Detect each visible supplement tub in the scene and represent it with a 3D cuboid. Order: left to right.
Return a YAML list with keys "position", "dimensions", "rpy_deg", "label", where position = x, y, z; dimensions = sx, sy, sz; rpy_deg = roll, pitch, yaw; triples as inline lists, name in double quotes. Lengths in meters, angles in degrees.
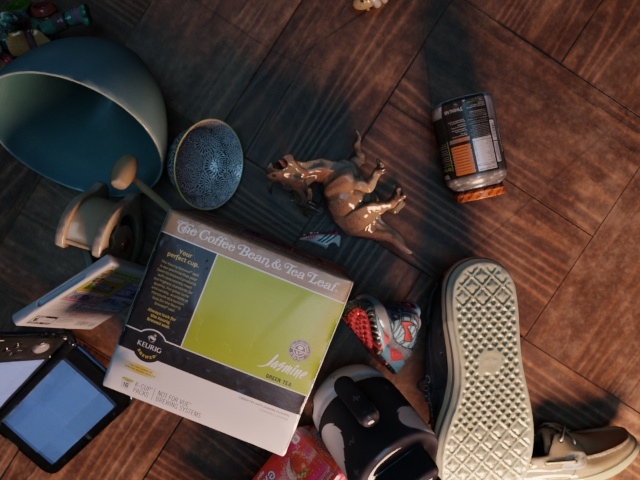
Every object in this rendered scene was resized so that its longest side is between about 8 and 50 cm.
- position: [0.285, -0.173, 0.963]
  dimensions: [0.117, 0.117, 0.190]
  rpy_deg: [-12, 94, 0]
  label: "supplement tub"

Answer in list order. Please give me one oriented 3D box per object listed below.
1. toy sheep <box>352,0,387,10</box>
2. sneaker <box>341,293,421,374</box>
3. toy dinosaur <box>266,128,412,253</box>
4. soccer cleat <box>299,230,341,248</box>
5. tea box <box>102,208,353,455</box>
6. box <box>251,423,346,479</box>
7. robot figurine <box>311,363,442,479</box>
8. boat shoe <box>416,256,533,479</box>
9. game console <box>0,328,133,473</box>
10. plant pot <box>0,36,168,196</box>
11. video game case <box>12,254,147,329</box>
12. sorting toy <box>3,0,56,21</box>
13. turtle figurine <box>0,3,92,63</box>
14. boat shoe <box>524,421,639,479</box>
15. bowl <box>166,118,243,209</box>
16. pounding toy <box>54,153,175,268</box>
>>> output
- position: [0.109, -0.497, 0.963]
  dimensions: [0.091, 0.091, 0.132]
  rpy_deg: [40, 111, -2]
  label: "toy sheep"
- position: [0.123, 0.146, 0.939]
  dimensions: [0.104, 0.262, 0.125]
  rpy_deg: [37, 77, 32]
  label: "sneaker"
- position: [0.045, -0.075, 0.971]
  dimensions: [0.200, 0.127, 0.295]
  rpy_deg: [-36, 105, 9]
  label: "toy dinosaur"
- position: [0.000, 0.000, 1.016]
  dimensions: [0.083, 0.029, 0.035]
  rpy_deg: [-5, 89, -5]
  label: "soccer cleat"
- position: [-0.152, 0.145, 0.927]
  dimensions: [0.329, 0.220, 0.323]
  rpy_deg: [23, 94, -1]
  label: "tea box"
- position: [-0.063, 0.492, 0.972]
  dimensions: [0.123, 0.128, 0.257]
  rpy_deg: [39, 92, 26]
  label: "box"
- position: [0.095, 0.351, 0.915]
  dimensions: [0.174, 0.278, 0.209]
  rpy_deg: [4, 116, -33]
  label: "robot figurine"
- position: [0.287, 0.279, 0.966]
  dimensions: [0.187, 0.156, 0.500]
  rpy_deg: [-1, 90, -6]
  label: "boat shoe"
- position: [-0.553, 0.317, 0.936]
  dimensions: [0.293, 0.250, 0.173]
  rpy_deg: [-43, 66, 15]
  label: "game console"
- position: [-0.400, -0.243, 0.902]
  dimensions: [0.290, 0.290, 0.195]
  rpy_deg: [8, 57, -1]
  label: "plant pot"
- position: [-0.407, 0.101, 0.930]
  dimensions: [0.193, 0.212, 0.023]
  rpy_deg: [-32, 75, 2]
  label: "video game case"
- position: [-0.561, -0.436, 0.986]
  dimensions: [0.102, 0.042, 0.061]
  rpy_deg: [4, 53, 8]
  label: "sorting toy"
- position: [-0.536, -0.365, 0.940]
  dimensions: [0.234, 0.175, 0.118]
  rpy_deg: [-14, 65, -9]
  label: "turtle figurine"
- position: [0.468, 0.417, 1.002]
  dimensions: [0.302, 0.109, 0.098]
  rpy_deg: [-19, 94, 6]
  label: "boat shoe"
- position: [-0.234, -0.147, 0.962]
  dimensions: [0.080, 0.170, 0.170]
  rpy_deg: [14, 93, 34]
  label: "bowl"
- position: [-0.354, -0.008, 0.904]
  dimensions: [0.155, 0.269, 0.154]
  rpy_deg: [17, 49, -1]
  label: "pounding toy"
